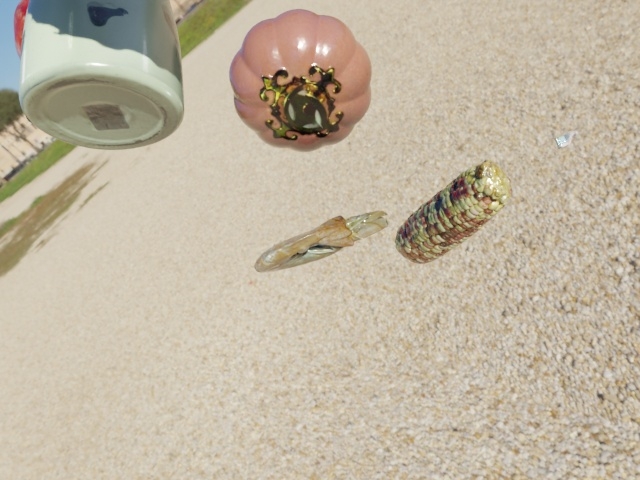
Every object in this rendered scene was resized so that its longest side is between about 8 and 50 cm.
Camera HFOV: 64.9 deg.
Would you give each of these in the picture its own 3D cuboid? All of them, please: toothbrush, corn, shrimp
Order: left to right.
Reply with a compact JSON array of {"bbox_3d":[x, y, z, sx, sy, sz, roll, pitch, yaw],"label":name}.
[{"bbox_3d":[0.000,0.000,1.108,0.317,0.077,0.168,-25,-7,5],"label":"shrimp"},{"bbox_3d":[0.197,-0.037,0.754,0.086,0.086,0.253,-58,4,-31],"label":"corn"},{"bbox_3d":[0.509,-0.209,1.033,0.021,0.027,0.269,-15,5,34],"label":"toothbrush"}]

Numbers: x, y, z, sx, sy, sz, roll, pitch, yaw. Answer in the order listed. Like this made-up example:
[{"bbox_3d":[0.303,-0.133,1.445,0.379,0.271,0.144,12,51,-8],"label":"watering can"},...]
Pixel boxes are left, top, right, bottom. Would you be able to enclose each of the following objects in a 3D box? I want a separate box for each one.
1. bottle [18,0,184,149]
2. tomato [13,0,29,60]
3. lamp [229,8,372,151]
[{"bbox_3d":[-0.308,-0.333,0.719,0.229,0.229,0.351,-18,70,38],"label":"bottle"},{"bbox_3d":[-0.526,-0.402,1.012,0.187,0.187,0.151,-23,1,32],"label":"tomato"},{"bbox_3d":[-0.040,-0.343,1.081,0.305,0.305,0.239,-28,39,24],"label":"lamp"}]
